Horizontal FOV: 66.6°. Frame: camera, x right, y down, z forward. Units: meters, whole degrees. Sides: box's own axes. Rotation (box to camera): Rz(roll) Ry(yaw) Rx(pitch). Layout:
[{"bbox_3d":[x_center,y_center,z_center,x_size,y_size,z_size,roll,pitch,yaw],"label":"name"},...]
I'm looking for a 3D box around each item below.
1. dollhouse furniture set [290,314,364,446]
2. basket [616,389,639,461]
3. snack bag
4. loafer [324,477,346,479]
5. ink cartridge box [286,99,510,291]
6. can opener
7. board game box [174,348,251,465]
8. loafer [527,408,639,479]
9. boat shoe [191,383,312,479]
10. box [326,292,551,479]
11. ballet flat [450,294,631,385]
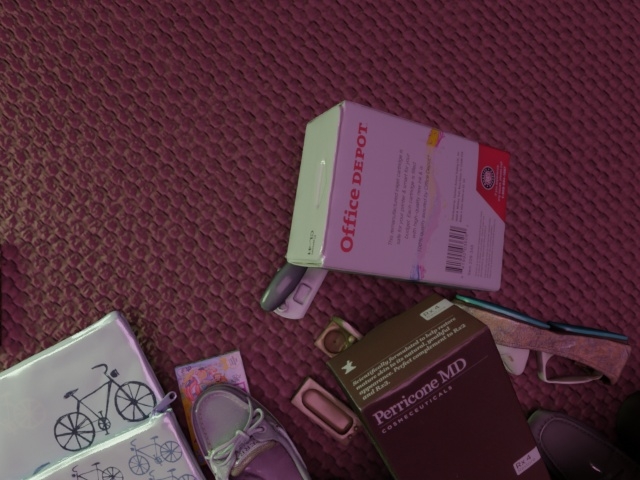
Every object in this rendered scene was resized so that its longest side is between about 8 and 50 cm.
[{"bbox_3d":[0.037,0.221,0.742,0.144,0.123,0.151,39,82,-1],"label":"dollhouse furniture set"},{"bbox_3d":[0.589,0.315,0.742,0.154,0.227,0.204,-5,84,-7],"label":"basket"},{"bbox_3d":[-0.343,0.307,0.698,0.323,0.037,0.342,-26,88,7],"label":"snack bag"},{"bbox_3d":[-0.065,0.449,0.720,0.269,0.102,0.092,-19,81,-8],"label":"loafer"},{"bbox_3d":[0.123,-0.051,0.732,0.306,0.131,0.226,11,84,-24],"label":"ink cartridge box"},{"bbox_3d":[0.000,0.000,0.781,0.074,0.093,0.280,30,77,-2],"label":"can opener"},{"bbox_3d":[-0.159,0.260,0.765,0.104,0.026,0.154,-15,86,-8],"label":"board game box"},{"bbox_3d":[0.473,0.387,0.780,0.319,0.111,0.112,35,82,-2],"label":"loafer"},{"bbox_3d":[-0.070,0.328,0.667,0.118,0.103,0.320,-29,67,-23],"label":"boat shoe"},{"bbox_3d":[0.186,0.288,0.685,0.191,0.143,0.381,-31,108,-8],"label":"box"},{"bbox_3d":[0.355,0.174,0.795,0.316,0.107,0.106,14,90,-3],"label":"ballet flat"}]
